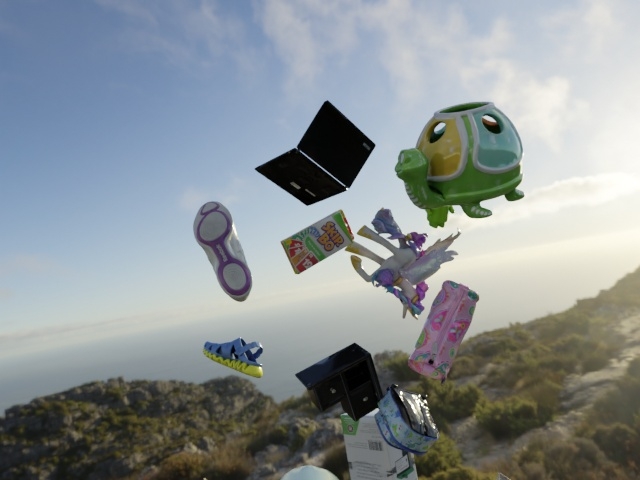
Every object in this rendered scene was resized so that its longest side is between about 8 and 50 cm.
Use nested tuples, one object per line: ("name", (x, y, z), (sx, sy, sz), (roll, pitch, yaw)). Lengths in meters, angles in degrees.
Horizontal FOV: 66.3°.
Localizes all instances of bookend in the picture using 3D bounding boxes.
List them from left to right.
("bookend", (0.047, 0.332, 1.067), (0.157, 0.156, 0.072), (-22, 17, -20))

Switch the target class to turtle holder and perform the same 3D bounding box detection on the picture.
("turtle holder", (0.309, -0.188, 1.137), (0.320, 0.228, 0.243), (-12, 22, -3))

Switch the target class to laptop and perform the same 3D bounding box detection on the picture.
("laptop", (-0.013, -0.243, 1.440), (0.264, 0.137, 0.234), (-19, -38, 38))

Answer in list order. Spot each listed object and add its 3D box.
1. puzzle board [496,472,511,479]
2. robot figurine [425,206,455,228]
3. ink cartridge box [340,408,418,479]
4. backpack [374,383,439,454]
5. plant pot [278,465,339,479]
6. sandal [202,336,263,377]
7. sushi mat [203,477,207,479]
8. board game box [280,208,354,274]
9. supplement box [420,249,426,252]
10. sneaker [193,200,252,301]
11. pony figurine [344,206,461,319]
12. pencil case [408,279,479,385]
("puzzle board", (0.519, 0.747, 1.412), (0.011, 0.128, 0.096), (24, -10, -3))
("robot figurine", (0.369, -0.097, 1.541), (0.101, 0.115, 0.067), (-6, 20, -19))
("ink cartridge box", (0.148, 0.543, 1.233), (0.092, 0.220, 0.160), (-2, -12, -40))
("backpack", (0.165, 0.350, 0.933), (0.105, 0.084, 0.114), (24, 19, -23))
("plant pot", (-0.034, 0.815, 1.371), (0.340, 0.341, 0.334), (-11, -4, -1))
("sandal", (-0.355, 0.470, 2.057), (0.317, 0.138, 0.126), (11, -19, 28))
("sushi mat", (-0.396, 0.946, 1.794), (0.019, 0.151, 0.316), (-21, -17, -22))
("board game box", (0.000, 0.000, 1.660), (0.259, 0.124, 0.039), (-30, 14, -26))
("supplement box", (0.429, 0.068, 1.967), (0.083, 0.055, 0.043), (-16, 16, 43))
("sneaker", (-0.275, 0.037, 1.378), (0.114, 0.305, 0.152), (-18, -18, -11))
("pony figurine", (0.292, 0.063, 1.695), (0.351, 0.363, 0.303), (-50, -9, 28))
("pencil case", (0.351, 0.256, 1.395), (0.124, 0.284, 0.124), (27, -21, 11))
